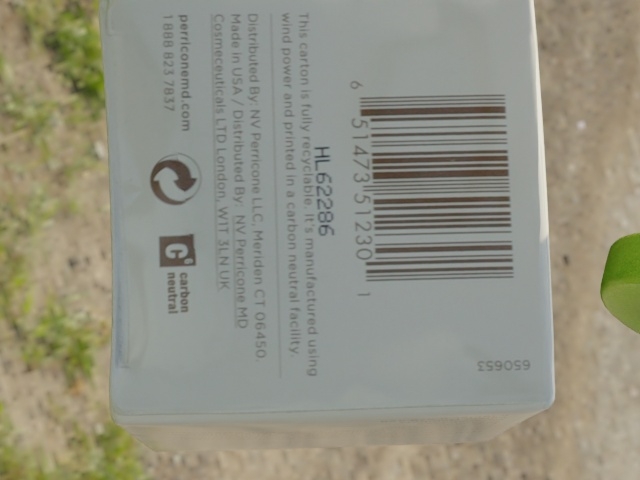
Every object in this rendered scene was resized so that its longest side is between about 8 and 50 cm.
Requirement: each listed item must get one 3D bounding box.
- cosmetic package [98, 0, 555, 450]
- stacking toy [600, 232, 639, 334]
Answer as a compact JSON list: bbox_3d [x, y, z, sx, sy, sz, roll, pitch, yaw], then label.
[{"bbox_3d":[0.000,0.000,1.466,0.393,0.328,0.329,95,-7,-80],"label":"cosmetic package"},{"bbox_3d":[0.278,0.109,0.888,0.309,0.279,0.130,32,73,-31],"label":"stacking toy"}]
